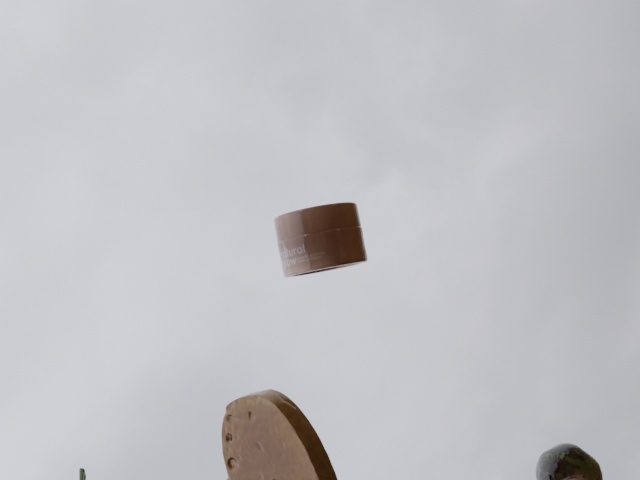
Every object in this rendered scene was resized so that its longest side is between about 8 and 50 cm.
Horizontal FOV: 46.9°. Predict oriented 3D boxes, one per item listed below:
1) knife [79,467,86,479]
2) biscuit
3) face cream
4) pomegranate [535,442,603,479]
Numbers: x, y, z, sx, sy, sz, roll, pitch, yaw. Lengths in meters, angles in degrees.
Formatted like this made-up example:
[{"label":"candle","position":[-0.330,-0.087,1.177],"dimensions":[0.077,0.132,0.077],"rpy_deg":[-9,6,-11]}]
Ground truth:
[{"label":"knife","position":[-0.278,0.364,0.865],"dimensions":[0.030,0.014,0.207],"rpy_deg":[96,162,-47]},{"label":"biscuit","position":[-0.032,0.177,0.522],"dimensions":[0.023,0.118,0.140],"rpy_deg":[-8,-106,-49]},{"label":"face cream","position":[0.000,0.000,1.272],"dimensions":[0.149,0.149,0.104],"rpy_deg":[-5,-97,-51]},{"label":"pomegranate","position":[0.506,0.496,1.512],"dimensions":[0.138,0.125,0.163],"rpy_deg":[52,-145,-3]}]
